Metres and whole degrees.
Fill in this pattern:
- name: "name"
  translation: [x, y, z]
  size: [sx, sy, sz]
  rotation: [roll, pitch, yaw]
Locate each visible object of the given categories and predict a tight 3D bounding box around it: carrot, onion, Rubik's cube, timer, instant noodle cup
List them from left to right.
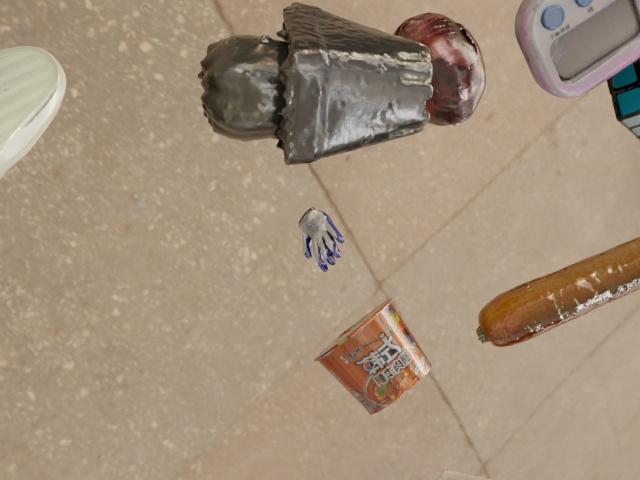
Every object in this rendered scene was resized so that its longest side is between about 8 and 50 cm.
- name: "instant noodle cup"
  translation: [0.136, 0.291, 1.959]
  size: [0.250, 0.192, 0.250]
  rotation: [-38, 177, -3]
- name: "onion"
  translation: [0.223, -0.342, 1.661]
  size: [0.219, 0.252, 0.252]
  rotation: [-31, 134, -10]
- name: "carrot"
  translation: [0.287, 0.066, 0.946]
  size: [0.225, 0.067, 0.067]
  rotation: [-25, 139, 15]
- name: "timer"
  translation: [0.415, -0.339, 1.261]
  size: [0.208, 0.069, 0.191]
  rotation: [-33, 118, 3]
- name: "Rubik's cube"
  translation: [0.597, -0.280, 1.381]
  size: [0.163, 0.160, 0.162]
  rotation: [17, 61, -50]

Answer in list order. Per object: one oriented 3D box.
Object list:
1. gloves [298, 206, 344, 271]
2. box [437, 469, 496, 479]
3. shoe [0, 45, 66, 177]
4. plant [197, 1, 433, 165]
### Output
- name: "gloves"
  translation: [0.000, 0.000, 1.067]
  size: [0.026, 0.086, 0.064]
  rotation: [-2, 136, -46]
- name: "box"
  translation: [0.337, 0.410, 1.117]
  size: [0.200, 0.343, 0.065]
  rotation: [36, 67, -24]
- name: "shoe"
  translation: [-0.440, -0.082, 0.974]
  size: [0.363, 0.132, 0.160]
  rotation: [-37, 164, -3]
- name: "plant"
  translation: [-0.006, -0.174, 0.880]
  size: [0.256, 0.164, 0.142]
  rotation: [-2, 126, -4]
